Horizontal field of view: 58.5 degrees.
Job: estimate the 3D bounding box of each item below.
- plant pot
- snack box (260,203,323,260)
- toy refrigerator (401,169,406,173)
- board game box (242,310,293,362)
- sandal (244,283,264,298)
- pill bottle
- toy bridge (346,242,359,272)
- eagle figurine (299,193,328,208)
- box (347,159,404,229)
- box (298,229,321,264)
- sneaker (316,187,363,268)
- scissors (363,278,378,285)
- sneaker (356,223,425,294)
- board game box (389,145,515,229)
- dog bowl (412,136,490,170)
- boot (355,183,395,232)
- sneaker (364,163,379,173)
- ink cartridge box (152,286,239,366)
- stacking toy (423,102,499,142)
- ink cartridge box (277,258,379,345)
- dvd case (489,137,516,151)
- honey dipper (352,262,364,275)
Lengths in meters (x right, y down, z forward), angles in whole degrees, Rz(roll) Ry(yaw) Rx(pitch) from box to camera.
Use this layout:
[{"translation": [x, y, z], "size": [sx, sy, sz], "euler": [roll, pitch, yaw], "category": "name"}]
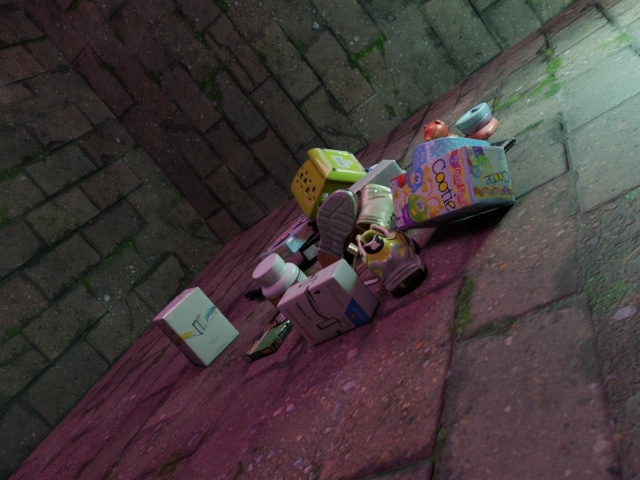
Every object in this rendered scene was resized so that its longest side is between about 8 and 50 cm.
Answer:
[{"translation": [0.044, -0.218, 2.168], "size": [0.228, 0.227, 0.207], "euler": [60, 138, 44], "category": "plant pot"}, {"translation": [-0.082, -0.035, 2.267], "size": [0.187, 0.060, 0.322], "euler": [-28, 15, 49], "category": "snack box"}, {"translation": [0.251, -0.184, 2.102], "size": [0.094, 0.102, 0.269], "euler": [-41, 13, -9], "category": "toy refrigerator"}, {"translation": [-0.127, 0.263, 1.750], "size": [0.136, 0.030, 0.259], "euler": [-26, 17, 40], "category": "board game box"}, {"translation": [-0.241, 0.200, 2.299], "size": [0.097, 0.054, 0.254], "euler": [-35, 0, -20], "category": "sandal"}, {"translation": [-0.082, 0.141, 1.573], "size": [0.121, 0.216, 0.121], "euler": [-37, 21, 17], "category": "pill bottle"}, {"translation": [0.066, 0.088, 1.620], "size": [0.188, 0.063, 0.026], "euler": [-56, 1, 35], "category": "toy bridge"}, {"translation": [0.062, -0.173, 2.543], "size": [0.298, 0.225, 0.226], "euler": [-7, 64, 10], "category": "eagle figurine"}, {"translation": [0.207, -0.140, 1.873], "size": [0.182, 0.181, 0.119], "euler": [-39, 14, -3], "category": "box"}, {"translation": [0.000, 0.000, 2.226], "size": [0.180, 0.077, 0.147], "euler": [-38, 11, 1], "category": "box"}, {"translation": [0.074, -0.065, 1.847], "size": [0.180, 0.124, 0.321], "euler": [-51, -19, -44], "category": "sneaker"}, {"translation": [0.064, 0.139, 1.652], "size": [0.297, 0.021, 0.109], "euler": [-31, 14, 35], "category": "scissors"}, {"translation": [0.170, 0.013, 1.500], "size": [0.145, 0.147, 0.384], "euler": [-40, 9, 3], "category": "sneaker"}, {"translation": [0.323, -0.127, 1.443], "size": [0.144, 0.142, 0.275], "euler": [-4, -9, -34], "category": "board game box"}, {"translation": [0.372, -0.226, 1.589], "size": [0.297, 0.074, 0.166], "euler": [-2, -12, -42], "category": "dog bowl"}, {"translation": [0.218, -0.078, 1.731], "size": [0.077, 0.213, 0.165], "euler": [103, -179, -54], "category": "boot"}, {"translation": [0.210, -0.252, 2.343], "size": [0.112, 0.131, 0.296], "euler": [8, 39, 17], "category": "sneaker"}, {"translation": [-0.449, 0.308, 2.046], "size": [0.168, 0.232, 0.171], "euler": [-45, 13, -27], "category": "ink cartridge box"}, {"translation": [0.474, -0.381, 2.098], "size": [0.309, 0.130, 0.279], "euler": [-25, 18, 51], "category": "stacking toy"}, {"translation": [0.017, 0.157, 1.416], "size": [0.203, 0.148, 0.086], "euler": [-32, 16, 35], "category": "ink cartridge box"}, {"translation": [0.498, -0.254, 1.821], "size": [0.164, 0.018, 0.221], "euler": [-43, 13, -14], "category": "dvd case"}, {"translation": [0.132, 0.066, 1.702], "size": [0.161, 0.030, 0.030], "euler": [-41, 12, -21], "category": "honey dipper"}]
